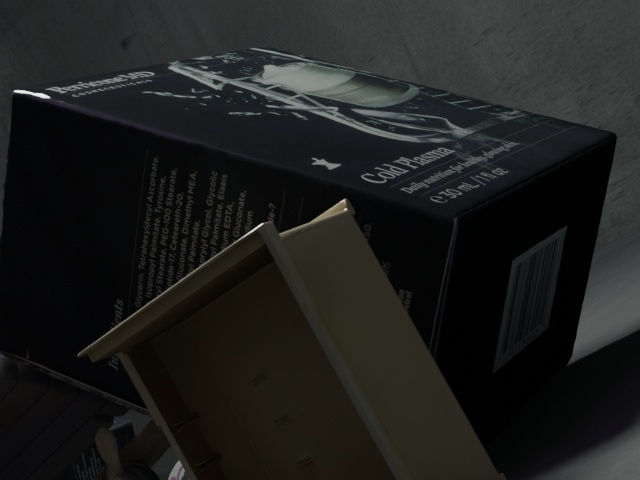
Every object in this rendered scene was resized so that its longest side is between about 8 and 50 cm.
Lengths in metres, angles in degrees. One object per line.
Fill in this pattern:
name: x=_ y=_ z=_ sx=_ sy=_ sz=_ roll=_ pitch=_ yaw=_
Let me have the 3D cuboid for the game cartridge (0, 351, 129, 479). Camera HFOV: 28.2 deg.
game cartridge: x=-0.401 y=0.234 z=1.411 sx=0.230 sy=0.068 sz=0.355 roll=23 pitch=-52 yaw=-37

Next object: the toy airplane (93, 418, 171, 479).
toy airplane: x=-0.320 y=0.371 z=1.325 sx=0.384 sy=0.272 sz=0.386 roll=-11 pitch=-54 yaw=-48

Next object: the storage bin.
storage bin: x=-0.031 y=0.144 z=1.009 sx=0.260 sy=0.262 sz=0.123 roll=-33 pitch=-6 yaw=36

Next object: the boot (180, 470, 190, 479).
boot: x=-0.113 y=0.358 z=1.795 sx=0.222 sy=0.118 sz=0.338 roll=-25 pitch=7 yaw=36

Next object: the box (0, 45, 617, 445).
box: x=0.000 y=0.000 z=1.346 sx=0.472 sy=0.297 sz=0.480 roll=16 pitch=20 yaw=25

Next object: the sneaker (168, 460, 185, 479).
sneaker: x=-0.159 y=0.442 z=2.491 sx=0.305 sy=0.114 sz=0.152 roll=-30 pitch=-21 yaw=19

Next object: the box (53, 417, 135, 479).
box: x=-0.475 y=0.373 z=1.812 sx=0.343 sy=0.179 sz=0.312 roll=-4 pitch=9 yaw=41
